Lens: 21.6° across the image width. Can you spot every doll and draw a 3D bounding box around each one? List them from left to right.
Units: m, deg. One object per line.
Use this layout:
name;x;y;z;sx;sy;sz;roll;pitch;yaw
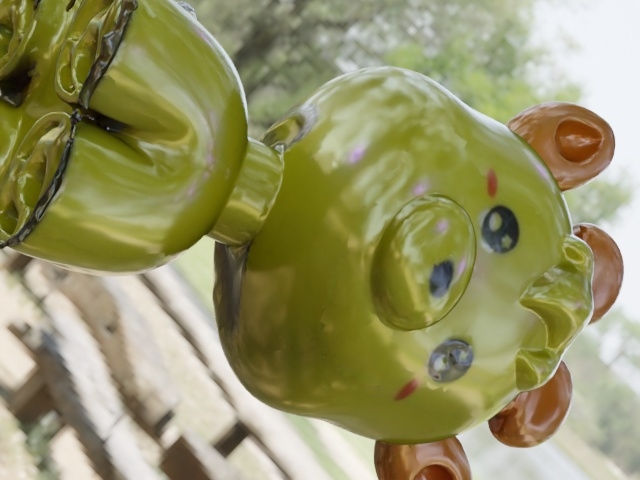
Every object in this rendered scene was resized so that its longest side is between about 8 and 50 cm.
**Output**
doll;0.000;0.000;0.505;0.221;0.143;0.135;22;-4;-28
